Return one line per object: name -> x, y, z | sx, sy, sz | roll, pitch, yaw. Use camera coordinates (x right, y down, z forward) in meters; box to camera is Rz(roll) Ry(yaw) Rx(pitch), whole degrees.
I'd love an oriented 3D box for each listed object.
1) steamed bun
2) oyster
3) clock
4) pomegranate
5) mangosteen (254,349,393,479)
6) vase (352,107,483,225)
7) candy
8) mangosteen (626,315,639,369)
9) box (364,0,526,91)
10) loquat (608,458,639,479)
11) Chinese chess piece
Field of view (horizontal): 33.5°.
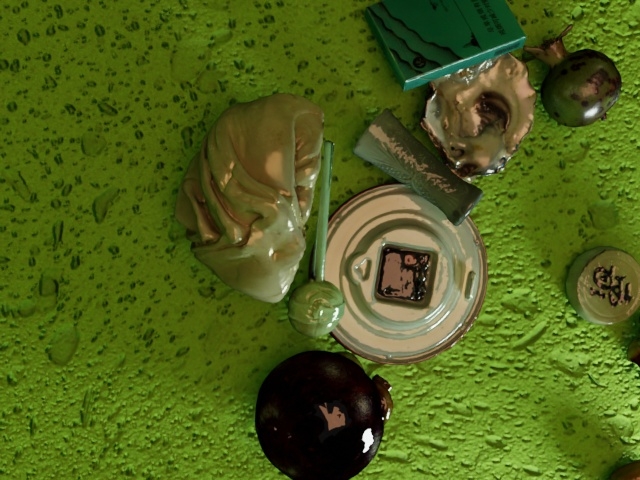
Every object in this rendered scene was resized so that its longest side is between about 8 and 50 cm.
steamed bun -> -0.118, -0.078, 1.672 | 0.203, 0.276, 0.289 | 10, 127, -11
oyster -> 0.272, -0.217, 1.833 | 0.223, 0.083, 0.214 | -26, 101, -9
clock -> 0.137, 0.058, 1.829 | 0.319, 0.080, 0.318 | -1, 96, -13
pomegranate -> 0.440, -0.280, 1.847 | 0.149, 0.148, 0.169 | -25, 74, -9
mangosteen -> 0.018, 0.283, 1.761 | 0.265, 0.228, 0.228 | -20, 100, -42
vase -> 0.167, -0.118, 1.781 | 0.219, 0.096, 0.096 | 39, 86, 5
candy -> 0.000, 0.000, 1.706 | 0.093, 0.092, 0.335 | 8, 112, 12
mangosteen -> 0.641, 0.201, 1.922 | 0.166, 0.166, 0.180 | -41, 76, -6
box -> 0.209, -0.360, 1.795 | 0.227, 0.042, 0.160 | -22, 69, -10
loquat -> 0.591, 0.465, 1.951 | 0.137, 0.113, 0.137 | 0, 103, 0
Chinese chess piece -> 0.516, 0.082, 1.925 | 0.144, 0.058, 0.144 | -1, 95, -12
